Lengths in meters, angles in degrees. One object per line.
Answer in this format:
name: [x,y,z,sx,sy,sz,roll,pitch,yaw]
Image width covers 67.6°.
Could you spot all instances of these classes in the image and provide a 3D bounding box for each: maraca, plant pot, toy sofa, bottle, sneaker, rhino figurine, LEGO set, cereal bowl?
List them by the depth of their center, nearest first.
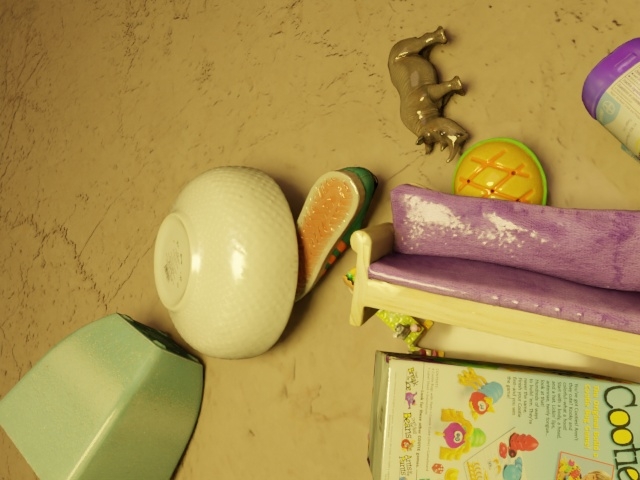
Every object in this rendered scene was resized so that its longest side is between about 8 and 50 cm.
bottle: [0.421,-0.100,0.531,0.092,0.118,0.283,-40,64,19]
toy sofa: [0.224,0.036,0.564,0.362,0.150,0.177,10,101,21]
maraca: [0.254,-0.052,0.676,0.127,0.099,0.186,-10,93,33]
LEGO set: [0.101,0.157,0.709,0.132,0.107,0.287,-20,70,25]
rhino figurine: [0.176,-0.233,0.773,0.106,0.073,0.244,-18,72,21]
sneaker: [0.000,0.000,0.815,0.108,0.121,0.302,48,124,14]
cereal bowl: [-0.188,0.036,0.817,0.338,0.141,0.339,-3,86,50]
plant pot: [-0.367,0.287,0.882,0.247,0.248,0.252,26,77,32]

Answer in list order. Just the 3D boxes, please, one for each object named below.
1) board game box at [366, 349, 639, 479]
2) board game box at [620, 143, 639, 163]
board game box: [0.202,0.216,0.553,0.275,0.142,0.145,6,81,1]
board game box: [0.517,-0.141,0.576,0.211,0.039,0.160,-44,62,16]
